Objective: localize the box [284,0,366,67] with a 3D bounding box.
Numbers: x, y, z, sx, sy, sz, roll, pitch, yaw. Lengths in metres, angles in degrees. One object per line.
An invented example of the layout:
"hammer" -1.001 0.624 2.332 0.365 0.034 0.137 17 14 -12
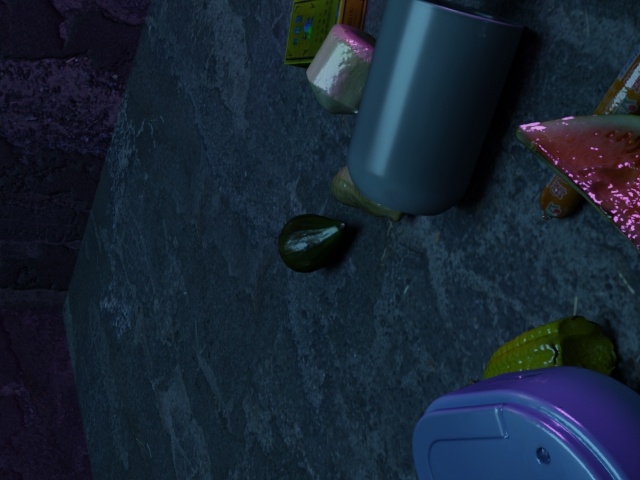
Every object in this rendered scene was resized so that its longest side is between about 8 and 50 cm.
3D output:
"box" 0.006 -0.426 1.823 0.220 0.064 0.141 15 98 59

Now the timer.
"timer" 0.298 0.330 1.016 0.395 0.173 0.395 23 118 51

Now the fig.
"fig" 0.000 0.000 1.724 0.177 0.117 0.117 -16 70 41

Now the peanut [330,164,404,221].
"peanut" 0.085 -0.088 1.586 0.214 0.099 0.100 37 117 57

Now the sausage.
"sausage" 0.371 -0.156 1.119 0.348 0.053 0.053 -62 35 34

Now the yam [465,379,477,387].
"yam" 0.245 0.248 1.304 0.116 0.021 0.021 58 134 47

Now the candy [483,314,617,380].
"candy" 0.284 0.166 1.170 0.199 0.106 0.094 -37 37 57

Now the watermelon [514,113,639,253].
"watermelon" 0.367 -0.038 1.038 0.303 0.159 0.128 -122 17 -45

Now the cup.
"cup" 0.160 -0.207 1.355 0.205 0.205 0.312 46 125 54

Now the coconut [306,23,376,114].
"coconut" 0.050 -0.302 1.638 0.153 0.147 0.147 -61 35 24
